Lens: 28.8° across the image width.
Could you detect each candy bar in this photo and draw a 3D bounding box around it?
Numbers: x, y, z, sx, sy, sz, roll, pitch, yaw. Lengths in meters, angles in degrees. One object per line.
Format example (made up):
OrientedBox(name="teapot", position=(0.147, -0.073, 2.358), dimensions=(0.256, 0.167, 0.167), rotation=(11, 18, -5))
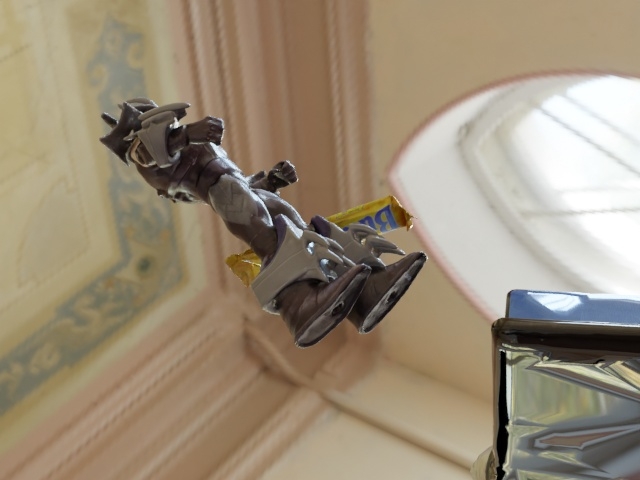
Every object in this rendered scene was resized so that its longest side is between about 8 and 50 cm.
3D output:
OrientedBox(name="candy bar", position=(0.000, 0.000, 1.002), dimensions=(0.040, 0.161, 0.018), rotation=(51, -152, -40))

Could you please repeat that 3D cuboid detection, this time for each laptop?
OrientedBox(name="laptop", position=(0.315, 0.057, 0.861), dimensions=(0.408, 0.382, 0.236), rotation=(75, -161, -60))

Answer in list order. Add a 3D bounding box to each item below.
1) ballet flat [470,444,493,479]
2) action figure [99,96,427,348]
OrientedBox(name="ballet flat", position=(0.192, 0.187, 1.060), dimensions=(0.095, 0.096, 0.280), rotation=(60, -145, 0))
OrientedBox(name="action figure", position=(-0.061, -0.034, 0.979), dimensions=(0.099, 0.285, 0.185), rotation=(-56, -27, 11))
